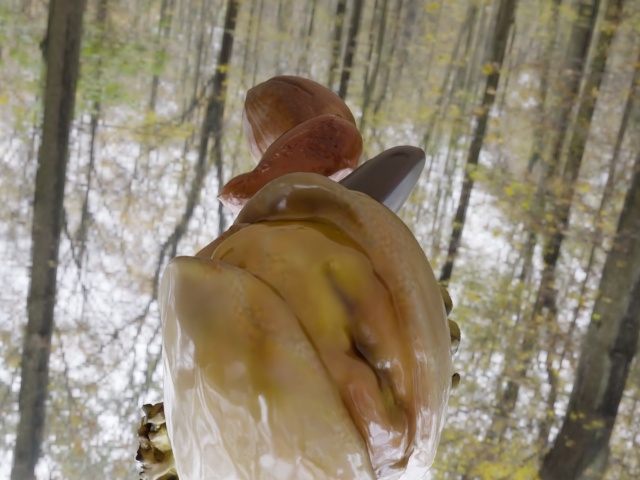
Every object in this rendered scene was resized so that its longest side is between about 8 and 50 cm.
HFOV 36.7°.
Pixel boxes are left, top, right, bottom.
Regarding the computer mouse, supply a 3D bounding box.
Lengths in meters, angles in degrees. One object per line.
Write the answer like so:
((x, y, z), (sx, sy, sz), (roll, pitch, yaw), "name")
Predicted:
((0.001, 0.001, 0.833), (0.057, 0.232, 0.120), (53, 179, 8), "computer mouse")

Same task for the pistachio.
((-0.018, 0.105, 0.706), (0.229, 0.309, 0.230), (-3, -138, 3), "pistachio")

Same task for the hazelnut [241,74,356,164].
((-0.031, -0.153, 1.280), (0.150, 0.150, 0.150), (9, -163, -3), "hazelnut")

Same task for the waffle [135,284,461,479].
((-0.021, 0.188, 1.125), (0.379, 0.382, 0.095), (15, -165, -29), "waffle")

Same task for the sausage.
((-0.030, -0.079, 1.095), (0.179, 0.089, 0.089), (-33, -153, -7), "sausage")
